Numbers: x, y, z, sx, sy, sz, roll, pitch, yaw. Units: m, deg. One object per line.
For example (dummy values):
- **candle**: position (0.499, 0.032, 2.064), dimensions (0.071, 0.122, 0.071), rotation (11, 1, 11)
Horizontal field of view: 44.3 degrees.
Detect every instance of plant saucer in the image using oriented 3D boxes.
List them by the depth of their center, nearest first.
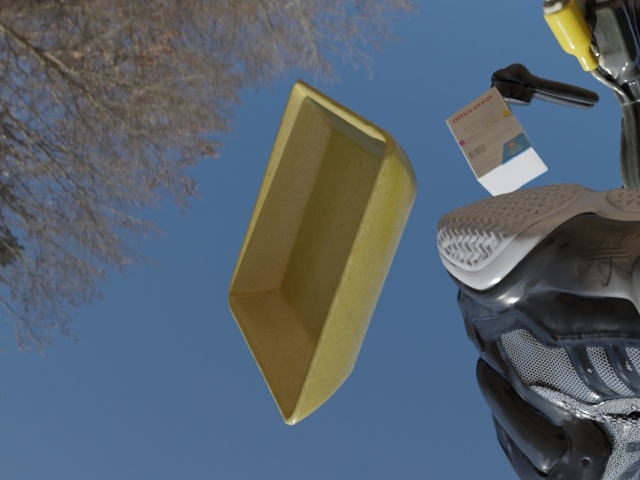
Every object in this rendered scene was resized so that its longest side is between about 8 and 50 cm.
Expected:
- **plant saucer**: position (0.000, 0.000, 0.952), dimensions (0.081, 0.333, 0.333), rotation (12, -163, -24)

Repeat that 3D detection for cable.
- **cable**: position (0.318, -0.173, 0.846), dimensions (0.139, 0.072, 0.287), rotation (-39, -67, -37)

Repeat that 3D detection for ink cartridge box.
- **ink cartridge box**: position (0.267, -0.155, 1.208), dimensions (0.092, 0.090, 0.143), rotation (-32, -123, 20)

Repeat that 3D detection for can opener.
- **can opener**: position (0.379, -0.254, 1.336), dimensions (0.186, 0.059, 0.073), rotation (11, -90, -4)

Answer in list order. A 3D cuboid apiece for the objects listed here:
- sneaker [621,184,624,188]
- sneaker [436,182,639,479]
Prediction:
- **sneaker**: position (0.487, -0.024, 1.194), dimensions (0.080, 0.081, 0.211), rotation (24, -78, 31)
- **sneaker**: position (0.163, 0.061, 0.362), dimensions (0.101, 0.268, 0.153), rotation (-19, -72, -26)
